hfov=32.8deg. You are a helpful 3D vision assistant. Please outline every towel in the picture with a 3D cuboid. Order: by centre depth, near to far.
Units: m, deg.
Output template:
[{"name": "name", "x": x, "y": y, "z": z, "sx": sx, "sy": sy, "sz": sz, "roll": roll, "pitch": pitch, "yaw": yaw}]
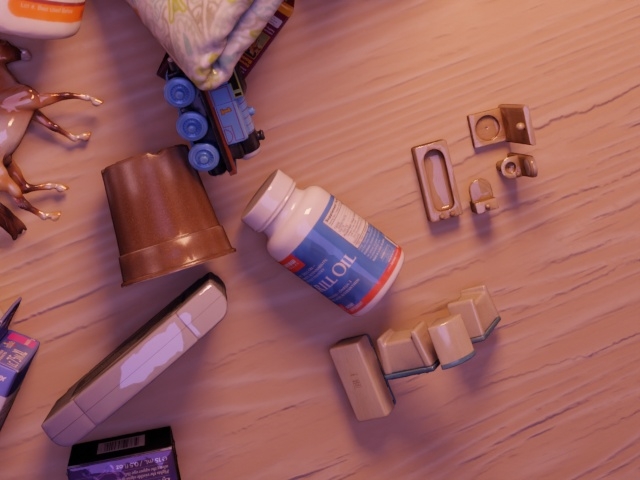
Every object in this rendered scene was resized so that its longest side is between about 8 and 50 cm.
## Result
[{"name": "towel", "x": -0.124, "y": -0.425, "z": 1.350, "sx": 0.090, "sy": 0.320, "sz": 0.374, "roll": 11, "pitch": 124, "yaw": -49}]

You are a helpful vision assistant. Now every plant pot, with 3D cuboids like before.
[{"name": "plant pot", "x": -0.218, "y": -0.038, "z": 1.503, "sx": 0.166, "sy": 0.167, "sz": 0.165, "roll": -17, "pitch": 91, "yaw": -6}]

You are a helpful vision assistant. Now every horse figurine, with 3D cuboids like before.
[{"name": "horse figurine", "x": -0.417, "y": -0.133, "z": 1.502, "sx": 0.174, "sy": 0.066, "sz": 0.263, "roll": 21, "pitch": 92, "yaw": -16}]

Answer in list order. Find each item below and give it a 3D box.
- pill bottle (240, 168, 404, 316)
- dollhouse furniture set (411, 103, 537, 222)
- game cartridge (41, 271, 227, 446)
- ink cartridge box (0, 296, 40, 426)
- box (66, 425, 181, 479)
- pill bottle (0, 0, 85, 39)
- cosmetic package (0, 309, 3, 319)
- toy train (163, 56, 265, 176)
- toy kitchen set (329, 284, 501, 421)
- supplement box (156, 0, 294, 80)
[{"name": "pill bottle", "x": 0.000, "y": 0.000, "z": 1.551, "sx": 0.221, "sy": 0.124, "sz": 0.124, "roll": 36, "pitch": 91, "yaw": -10}, {"name": "dollhouse furniture set", "x": 0.225, "y": -0.108, "z": 1.568, "sx": 0.151, "sy": 0.123, "sz": 0.144, "roll": -15, "pitch": 99, "yaw": -6}, {"name": "game cartridge", "x": -0.248, "y": 0.162, "z": 1.499, "sx": 0.297, "sy": 0.198, "sz": 0.062, "roll": -40, "pitch": 101, "yaw": -1}, {"name": "ink cartridge box", "x": -0.462, "y": 0.240, "z": 1.483, "sx": 0.065, "sy": 0.186, "sz": 0.311, "roll": 22, "pitch": 93, "yaw": -8}, {"name": "box", "x": -0.271, "y": 0.392, "z": 1.572, "sx": 0.153, "sy": 0.108, "sz": 0.207, "roll": -11, "pitch": 99, "yaw": -7}, {"name": "pill bottle", "x": -0.371, "y": -0.468, "z": 1.351, "sx": 0.224, "sy": 0.224, "sz": 0.392, "roll": 14, "pitch": 106, "yaw": -10}, {"name": "cosmetic package", "x": -0.535, "y": 0.086, "z": 1.453, "sx": 0.151, "sy": 0.183, "sz": 0.151, "roll": -25, "pitch": 101, "yaw": -4}, {"name": "toy train", "x": -0.141, "y": -0.173, "z": 1.452, "sx": 0.105, "sy": 0.080, "sz": 0.184, "roll": -16, "pitch": 120, "yaw": 5}, {"name": "toy kitchen set", "x": 0.153, "y": 0.167, "z": 1.628, "sx": 0.207, "sy": 0.166, "sz": 0.122, "roll": -15, "pitch": 101, "yaw": 31}, {"name": "supplement box", "x": -0.128, "y": -0.281, "z": 1.477, "sx": 0.104, "sy": 0.081, "sz": 0.188, "roll": 32, "pitch": 118, "yaw": -16}]
